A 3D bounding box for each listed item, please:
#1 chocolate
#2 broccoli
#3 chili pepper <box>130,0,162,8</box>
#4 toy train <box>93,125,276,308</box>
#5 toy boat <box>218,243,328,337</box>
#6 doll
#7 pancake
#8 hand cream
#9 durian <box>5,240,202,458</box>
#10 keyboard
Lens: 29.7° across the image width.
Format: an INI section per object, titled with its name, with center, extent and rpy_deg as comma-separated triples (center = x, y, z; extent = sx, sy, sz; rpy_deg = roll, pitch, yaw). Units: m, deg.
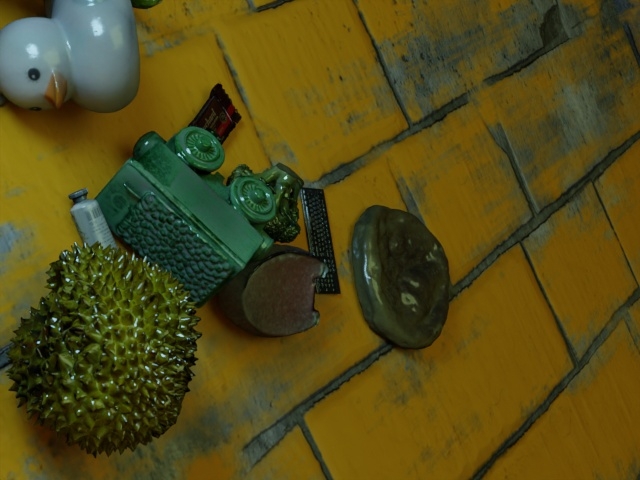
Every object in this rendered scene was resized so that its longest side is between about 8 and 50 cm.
[chocolate]
center = -0.189, -0.182, 2.017
extent = 0.086, 0.028, 0.182
rpy_deg = 54, 42, -31
[broccoli]
center = -0.097, -0.064, 1.999
extent = 0.162, 0.138, 0.146
rpy_deg = 30, 16, -26
[chili pepper]
center = -0.368, -0.517, 1.906
extent = 0.085, 0.076, 0.359
rpy_deg = -37, 100, -30
[toy train]
center = -0.192, -0.050, 1.837
extent = 0.266, 0.145, 0.202
rpy_deg = 43, 40, -6
[toy boat]
center = -0.086, 0.080, 1.990
extent = 0.227, 0.085, 0.155
rpy_deg = 4, 99, -51
[doll]
center = -0.372, -0.276, 1.743
extent = 0.221, 0.221, 0.251
rpy_deg = 27, 33, -41
[pancake]
center = 0.157, 0.065, 2.306
extent = 0.294, 0.049, 0.294
rpy_deg = 22, 58, -41
[hand cream]
center = -0.320, 0.018, 1.776
extent = 0.067, 0.042, 0.194
rpy_deg = -37, 109, -58
[durian]
center = -0.289, 0.136, 1.609
extent = 0.258, 0.258, 0.293
rpy_deg = 32, 48, -38
[keyboard]
center = 0.000, 0.000, 2.178
extent = 0.064, 0.010, 0.198
rpy_deg = 4, 72, -47
